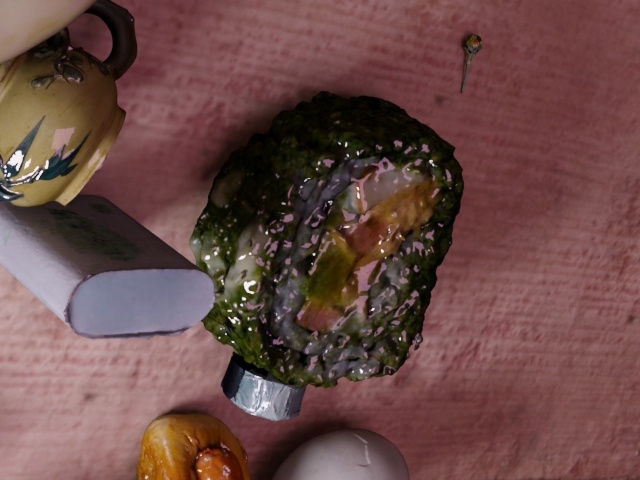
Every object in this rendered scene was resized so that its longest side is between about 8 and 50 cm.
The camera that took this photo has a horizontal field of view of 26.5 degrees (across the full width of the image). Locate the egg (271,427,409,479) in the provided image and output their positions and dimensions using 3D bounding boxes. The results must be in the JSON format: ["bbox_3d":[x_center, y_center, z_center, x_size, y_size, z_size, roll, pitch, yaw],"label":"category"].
[{"bbox_3d":[0.024,0.335,1.847,0.209,0.151,0.151,-8,116,-33],"label":"egg"}]

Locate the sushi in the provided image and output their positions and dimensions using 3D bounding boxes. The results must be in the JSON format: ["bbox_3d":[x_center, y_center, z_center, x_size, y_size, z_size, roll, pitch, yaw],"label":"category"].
[{"bbox_3d":[0.000,0.000,1.645,0.294,0.178,0.352,6,111,-36],"label":"sushi"}]

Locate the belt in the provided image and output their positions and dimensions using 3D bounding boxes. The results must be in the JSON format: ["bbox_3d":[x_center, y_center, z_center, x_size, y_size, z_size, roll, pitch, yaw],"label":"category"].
[{"bbox_3d":[-0.070,0.183,1.713,0.105,0.140,0.058,16,99,-11],"label":"belt"}]

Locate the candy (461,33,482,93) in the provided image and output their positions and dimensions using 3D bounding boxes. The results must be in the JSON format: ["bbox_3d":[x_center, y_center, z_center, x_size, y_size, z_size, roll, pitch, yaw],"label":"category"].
[{"bbox_3d":[0.196,-0.232,1.790,0.023,0.025,0.083,3,122,-9],"label":"candy"}]

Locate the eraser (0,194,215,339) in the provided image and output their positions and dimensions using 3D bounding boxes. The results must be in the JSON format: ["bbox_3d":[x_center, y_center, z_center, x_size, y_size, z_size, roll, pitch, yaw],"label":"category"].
[{"bbox_3d":[-0.241,0.024,1.439,0.174,0.227,0.081,1,111,-38],"label":"eraser"}]

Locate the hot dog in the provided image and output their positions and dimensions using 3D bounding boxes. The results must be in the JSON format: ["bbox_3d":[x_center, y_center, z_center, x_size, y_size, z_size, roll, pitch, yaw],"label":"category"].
[{"bbox_3d":[-0.163,0.356,1.712,0.150,0.153,0.257,-1,112,-37],"label":"hot dog"}]

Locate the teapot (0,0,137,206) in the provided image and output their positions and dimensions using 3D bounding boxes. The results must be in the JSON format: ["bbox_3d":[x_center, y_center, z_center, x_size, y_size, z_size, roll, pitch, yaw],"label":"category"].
[{"bbox_3d":[-0.296,-0.143,1.374,0.182,0.173,0.269,33,79,-18],"label":"teapot"}]

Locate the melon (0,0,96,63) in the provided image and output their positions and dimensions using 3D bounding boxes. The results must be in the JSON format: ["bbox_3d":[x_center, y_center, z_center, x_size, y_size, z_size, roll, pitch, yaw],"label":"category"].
[{"bbox_3d":[-0.313,-0.276,1.232,0.317,0.223,0.223,-32,129,-1],"label":"melon"}]
